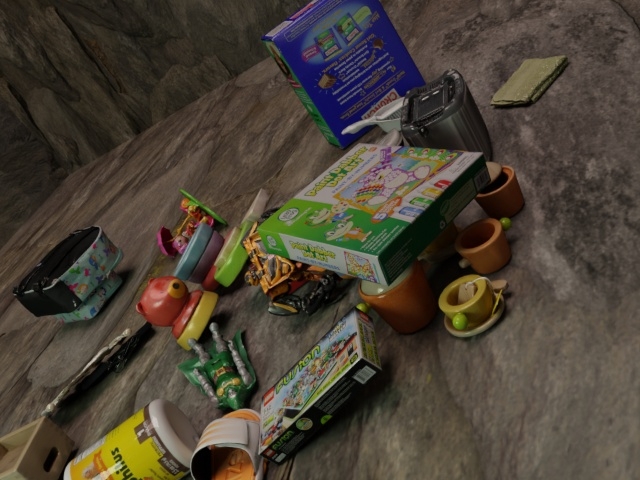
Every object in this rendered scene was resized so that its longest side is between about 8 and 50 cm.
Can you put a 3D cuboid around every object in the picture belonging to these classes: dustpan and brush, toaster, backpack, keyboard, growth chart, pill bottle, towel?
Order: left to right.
[{"bbox_3d":[-0.640,0.087,1.819,0.225,0.191,0.253,-12,41,37],"label":"backpack"},{"bbox_3d":[-0.490,0.276,1.441,0.237,0.021,0.172,-47,5,-22],"label":"growth chart"},{"bbox_3d":[-0.422,0.251,1.458,0.192,0.038,0.100,-47,3,-18],"label":"keyboard"},{"bbox_3d":[-0.288,0.338,1.014,0.215,0.117,0.117,-37,25,0],"label":"pill bottle"},{"bbox_3d":[0.151,-0.284,1.603,0.211,0.060,0.147,-31,25,12],"label":"dustpan and brush"},{"bbox_3d":[0.229,-0.198,1.250,0.129,0.146,0.227,-26,26,23],"label":"toaster"},{"bbox_3d":[0.411,-0.314,1.363,0.148,0.027,0.110,-45,27,-19],"label":"towel"}]

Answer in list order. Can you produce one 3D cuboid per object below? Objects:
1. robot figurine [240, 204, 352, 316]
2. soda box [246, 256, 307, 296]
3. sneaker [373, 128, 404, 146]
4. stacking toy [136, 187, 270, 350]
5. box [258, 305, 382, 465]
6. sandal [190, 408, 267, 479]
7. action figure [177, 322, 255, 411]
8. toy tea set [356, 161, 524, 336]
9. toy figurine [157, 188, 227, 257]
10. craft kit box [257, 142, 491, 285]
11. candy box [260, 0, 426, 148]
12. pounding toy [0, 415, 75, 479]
[{"bbox_3d":[0.000,0.000,1.167,0.291,0.085,0.211,-26,65,0],"label":"robot figurine"},{"bbox_3d":[-0.009,-0.005,1.283,0.263,0.092,0.083,-36,24,0],"label":"soda box"},{"bbox_3d":[0.138,-0.128,1.261,0.079,0.121,0.217,-48,7,-8],"label":"sneaker"},{"bbox_3d":[-0.231,0.023,1.357,0.279,0.130,0.309,-55,14,27],"label":"stacking toy"},{"bbox_3d":[-0.005,0.194,0.927,0.207,0.036,0.114,-47,21,20],"label":"box"},{"bbox_3d":[-0.125,0.301,0.916,0.102,0.076,0.265,-32,25,10],"label":"sandal"},{"bbox_3d":[-0.163,0.214,1.145,0.137,0.063,0.232,-37,28,-8],"label":"action figure"},{"bbox_3d":[0.179,-0.007,1.005,0.200,0.124,0.336,-15,32,38],"label":"toy tea set"},{"bbox_3d":[-0.341,-0.023,1.764,0.173,0.130,0.159,32,83,38],"label":"toy figurine"},{"bbox_3d":[0.075,-0.051,1.006,0.246,0.061,0.250,10,43,47],"label":"craft kit box"},{"bbox_3d":[0.059,-0.429,1.671,0.268,0.317,0.122,-37,23,-4],"label":"candy box"},{"bbox_3d":[-0.561,0.438,1.217,0.206,0.094,0.181,-28,25,19],"label":"pounding toy"}]
